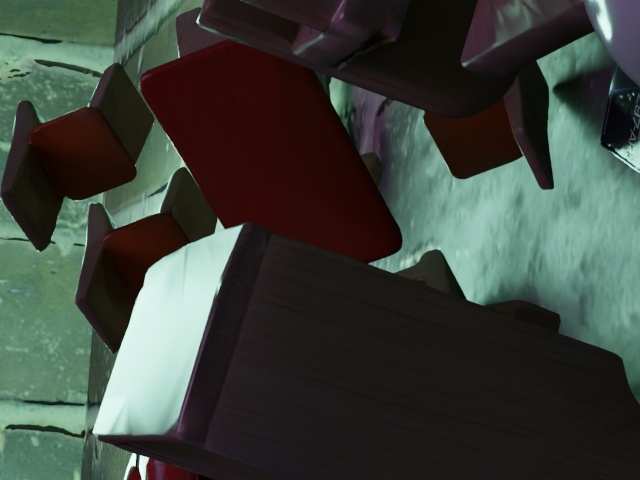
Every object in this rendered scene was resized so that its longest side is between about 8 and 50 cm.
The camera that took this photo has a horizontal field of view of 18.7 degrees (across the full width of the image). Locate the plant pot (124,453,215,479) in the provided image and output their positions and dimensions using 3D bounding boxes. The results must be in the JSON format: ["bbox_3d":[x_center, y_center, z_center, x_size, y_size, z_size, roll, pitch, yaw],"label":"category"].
[{"bbox_3d":[-0.034,0.196,1.195,0.191,0.174,0.191,-174,90,-78],"label":"plant pot"}]

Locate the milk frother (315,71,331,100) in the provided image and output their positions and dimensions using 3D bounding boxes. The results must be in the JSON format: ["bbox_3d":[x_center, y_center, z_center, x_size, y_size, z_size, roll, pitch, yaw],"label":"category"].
[{"bbox_3d":[-0.059,-0.052,1.434,0.129,0.143,0.135,105,162,-58],"label":"milk frother"}]

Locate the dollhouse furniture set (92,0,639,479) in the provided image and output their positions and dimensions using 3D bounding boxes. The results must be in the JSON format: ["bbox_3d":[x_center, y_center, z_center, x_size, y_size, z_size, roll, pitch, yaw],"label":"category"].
[{"bbox_3d":[0.112,-0.078,0.694,0.362,0.256,0.394,161,128,-73],"label":"dollhouse furniture set"}]

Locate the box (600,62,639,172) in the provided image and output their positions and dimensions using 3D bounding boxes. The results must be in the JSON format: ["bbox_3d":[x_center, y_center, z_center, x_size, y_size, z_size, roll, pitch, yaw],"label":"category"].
[{"bbox_3d":[0.152,-0.074,0.869,0.067,0.018,0.083,-124,41,-68],"label":"box"}]

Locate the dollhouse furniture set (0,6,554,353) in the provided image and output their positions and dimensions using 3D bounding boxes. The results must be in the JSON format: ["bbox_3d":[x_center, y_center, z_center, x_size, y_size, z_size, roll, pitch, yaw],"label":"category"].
[{"bbox_3d":[0.000,0.000,1.012,0.259,0.262,0.135,59,-160,-32],"label":"dollhouse furniture set"}]

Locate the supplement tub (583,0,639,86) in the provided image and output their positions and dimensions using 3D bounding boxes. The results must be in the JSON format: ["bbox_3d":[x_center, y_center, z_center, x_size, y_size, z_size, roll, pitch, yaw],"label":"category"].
[{"bbox_3d":[0.167,-0.194,0.401,0.235,0.235,0.325,144,128,-71],"label":"supplement tub"}]
